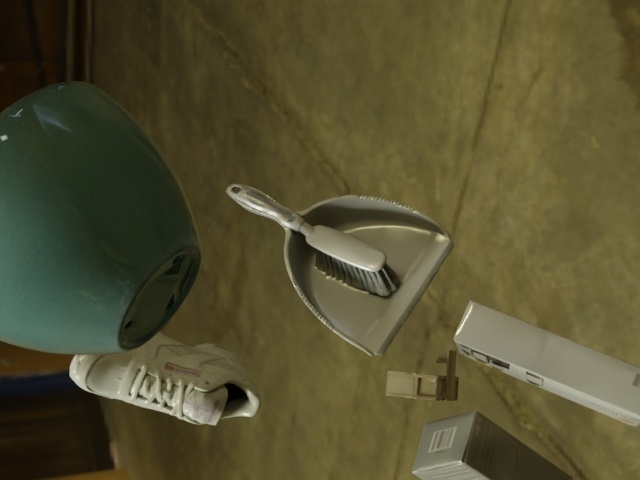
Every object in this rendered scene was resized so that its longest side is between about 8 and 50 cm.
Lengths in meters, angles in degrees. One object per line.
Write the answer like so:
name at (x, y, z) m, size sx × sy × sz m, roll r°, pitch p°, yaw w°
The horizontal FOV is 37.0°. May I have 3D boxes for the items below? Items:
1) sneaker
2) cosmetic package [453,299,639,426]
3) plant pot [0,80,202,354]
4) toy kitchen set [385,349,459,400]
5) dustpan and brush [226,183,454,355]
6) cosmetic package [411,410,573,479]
sneaker at (-0.222, 0.207, 1.442) m, size 0.152 × 0.305 × 0.114 m, roll 39°, pitch 112°, yaw 52°
cosmetic package at (0.286, 0.153, 1.172) m, size 0.060 × 0.239 × 0.099 m, roll -66°, pitch -18°, yaw -8°
plant pot at (-0.241, 0.007, 1.005) m, size 0.195 × 0.290 × 0.290 m, roll 33°, pitch 136°, yaw 14°
toy kitchen set at (0.142, 0.181, 1.300) m, size 0.075 × 0.083 × 0.068 m, roll 1°, pitch 82°, yaw 29°
dustpan and brush at (0.000, 0.000, 0.906) m, size 0.211 × 0.147 × 0.060 m, roll 24°, pitch 157°, yaw 27°
cosmetic package at (0.279, 0.379, 1.539) m, size 0.127 × 0.238 × 0.107 m, roll -30°, pitch 29°, yaw 48°
